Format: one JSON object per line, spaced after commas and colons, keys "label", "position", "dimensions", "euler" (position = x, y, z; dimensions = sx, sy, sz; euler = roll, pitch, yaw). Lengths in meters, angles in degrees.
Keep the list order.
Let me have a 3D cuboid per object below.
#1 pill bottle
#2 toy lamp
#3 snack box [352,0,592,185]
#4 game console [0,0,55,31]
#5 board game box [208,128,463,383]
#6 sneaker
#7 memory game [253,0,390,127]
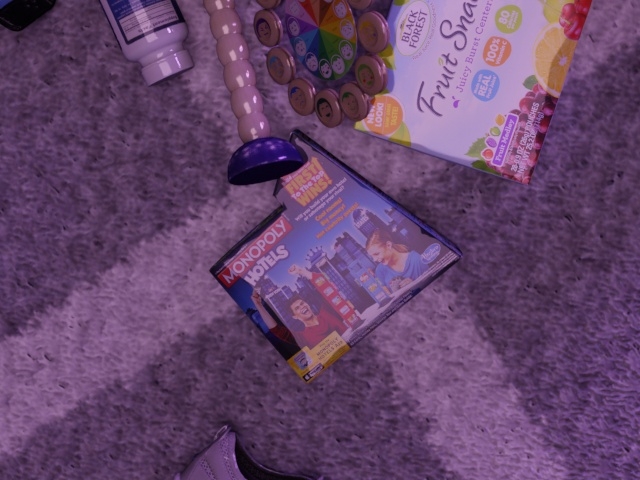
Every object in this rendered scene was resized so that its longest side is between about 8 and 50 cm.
{"label": "pill bottle", "position": [-0.164, -0.209, 1.176], "dimensions": [0.067, 0.067, 0.120], "euler": [-23, 95, 6]}
{"label": "toy lamp", "position": [-0.087, -0.190, 1.148], "dimensions": [0.080, 0.080, 0.274], "euler": [-16, 79, 5]}
{"label": "snack box", "position": [0.141, -0.175, 1.164], "dimensions": [0.174, 0.070, 0.207], "euler": [19, 97, 0]}
{"label": "game console", "position": [-0.300, -0.270, 1.176], "dimensions": [0.122, 0.107, 0.071], "euler": [32, 126, -1]}
{"label": "board game box", "position": [0.000, 0.000, 1.198], "dimensions": [0.194, 0.060, 0.194], "euler": [-39, 93, 7]}
{"label": "sneaker", "position": [-0.015, 0.288, 1.212], "dimensions": [0.281, 0.105, 0.115], "euler": [33, 98, -1]}
{"label": "memory game", "position": [-0.003, -0.190, 1.132], "dimensions": [0.012, 0.186, 0.186], "euler": [-24, 97, -35]}
